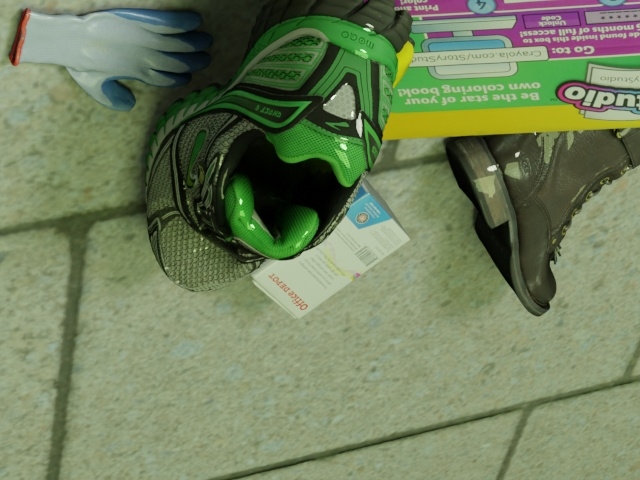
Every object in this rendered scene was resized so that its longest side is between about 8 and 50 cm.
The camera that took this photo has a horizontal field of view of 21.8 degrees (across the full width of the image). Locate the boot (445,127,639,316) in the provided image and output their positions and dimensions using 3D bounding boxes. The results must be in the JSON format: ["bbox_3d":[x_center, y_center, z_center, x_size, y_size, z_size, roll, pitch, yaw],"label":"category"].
[{"bbox_3d":[0.245,-0.059,1.468,0.229,0.091,0.263,-29,141,-1],"label":"boot"}]

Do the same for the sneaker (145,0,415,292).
[{"bbox_3d":[-0.054,-0.043,1.179,0.134,0.146,0.343,22,149,-11],"label":"sneaker"}]

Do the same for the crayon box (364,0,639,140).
[{"bbox_3d":[0.154,-0.202,1.101,0.363,0.106,0.313,-1,147,16],"label":"crayon box"}]

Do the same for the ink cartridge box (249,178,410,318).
[{"bbox_3d":[0.000,0.000,1.403,0.122,0.052,0.088,-37,142,6],"label":"ink cartridge box"}]

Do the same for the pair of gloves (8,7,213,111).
[{"bbox_3d":[-0.127,-0.169,1.153,0.159,0.023,0.198,1,132,-34],"label":"pair of gloves"}]
